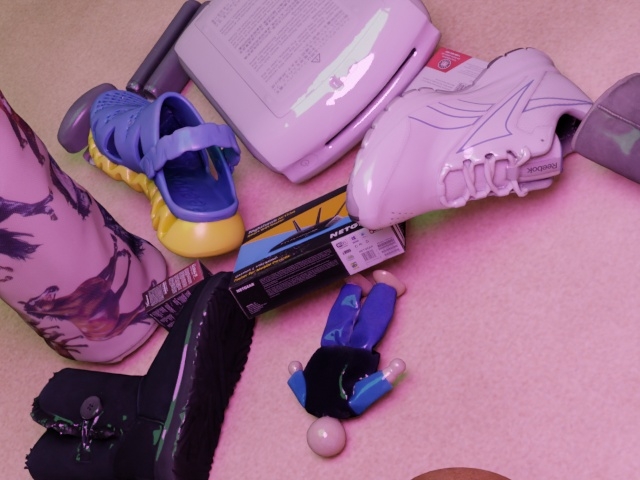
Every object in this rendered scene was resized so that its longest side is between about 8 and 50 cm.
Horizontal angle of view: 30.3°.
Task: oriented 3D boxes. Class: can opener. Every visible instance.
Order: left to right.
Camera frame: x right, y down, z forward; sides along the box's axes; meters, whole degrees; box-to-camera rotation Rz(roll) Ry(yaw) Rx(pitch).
[{"bbox_3d":[-0.223,-0.209,1.530,0.074,0.093,0.280,16,62,41],"label":"can opener"}]

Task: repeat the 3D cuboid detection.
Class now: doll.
[{"bbox_3d":[0.028,0.117,1.135,0.129,0.046,0.189,0,57,35],"label":"doll"}]

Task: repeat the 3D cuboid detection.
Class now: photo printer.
[{"bbox_3d":[-0.015,-0.220,1.368,0.256,0.107,0.307,-46,43,6],"label":"photo printer"}]

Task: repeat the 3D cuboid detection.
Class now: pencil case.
[{"bbox_3d":[-0.328,-0.047,1.243,0.160,0.410,0.183,-29,39,9],"label":"pencil case"}]

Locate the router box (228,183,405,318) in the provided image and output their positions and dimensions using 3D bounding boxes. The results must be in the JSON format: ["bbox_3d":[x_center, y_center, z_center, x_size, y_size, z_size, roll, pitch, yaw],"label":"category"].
[{"bbox_3d":[0.000,0.000,1.212,0.179,0.046,0.133,-24,22,15],"label":"router box"}]

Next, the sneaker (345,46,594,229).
[{"bbox_3d":[0.152,-0.089,1.118,0.297,0.111,0.129,-31,49,-25],"label":"sneaker"}]

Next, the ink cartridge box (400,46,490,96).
[{"bbox_3d":[0.131,-0.128,1.249,0.135,0.056,0.099,-50,44,-10],"label":"ink cartridge box"}]

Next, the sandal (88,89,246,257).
[{"bbox_3d":[-0.172,-0.111,1.356,0.126,0.138,0.317,-12,34,-32],"label":"sandal"}]

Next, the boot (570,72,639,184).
[{"bbox_3d":[0.307,-0.048,1.037,0.208,0.076,0.190,36,66,29],"label":"boot"}]

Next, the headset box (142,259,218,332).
[{"bbox_3d":[-0.140,0.062,1.278,0.083,0.062,0.032,-32,46,10],"label":"headset box"}]

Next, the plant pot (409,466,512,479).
[{"bbox_3d":[0.101,0.298,0.846,0.237,0.237,0.254,-16,35,23],"label":"plant pot"}]

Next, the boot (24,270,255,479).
[{"bbox_3d":[-0.192,0.142,1.227,0.207,0.094,0.246,1,64,30],"label":"boot"}]
